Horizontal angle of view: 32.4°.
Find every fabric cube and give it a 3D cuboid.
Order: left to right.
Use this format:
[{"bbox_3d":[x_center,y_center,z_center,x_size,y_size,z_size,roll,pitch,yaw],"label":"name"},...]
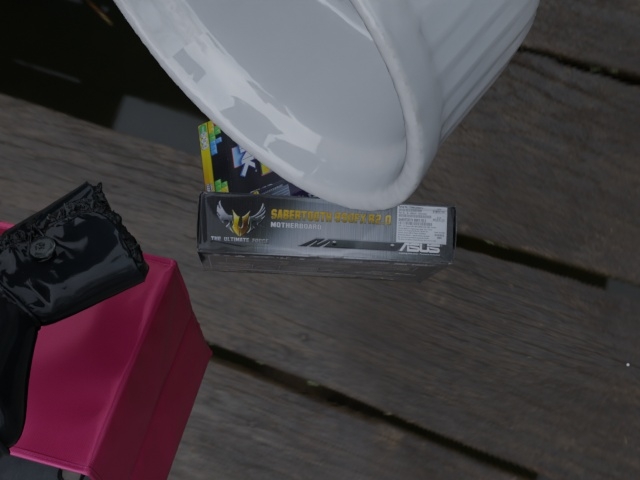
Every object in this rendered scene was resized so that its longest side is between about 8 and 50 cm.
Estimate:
[{"bbox_3d":[-0.301,0.166,1.285,0.254,0.259,0.258,11,61,12],"label":"fabric cube"}]

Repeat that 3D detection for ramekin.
[{"bbox_3d":[-0.007,-0.163,0.639,0.277,0.277,0.135,39,71,16],"label":"ramekin"}]

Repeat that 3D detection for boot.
[{"bbox_3d":[-0.259,0.063,1.041,0.207,0.094,0.246,-24,52,-9],"label":"boot"}]

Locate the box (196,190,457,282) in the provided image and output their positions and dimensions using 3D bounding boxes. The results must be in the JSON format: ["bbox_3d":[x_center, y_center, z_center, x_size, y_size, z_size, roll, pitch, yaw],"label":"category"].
[{"bbox_3d":[0.000,0.000,1.051,0.231,0.183,0.056,3,83,-3],"label":"box"}]

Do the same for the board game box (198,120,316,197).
[{"bbox_3d":[-0.062,-0.087,1.244,0.141,0.048,0.170,-24,48,14],"label":"board game box"}]
